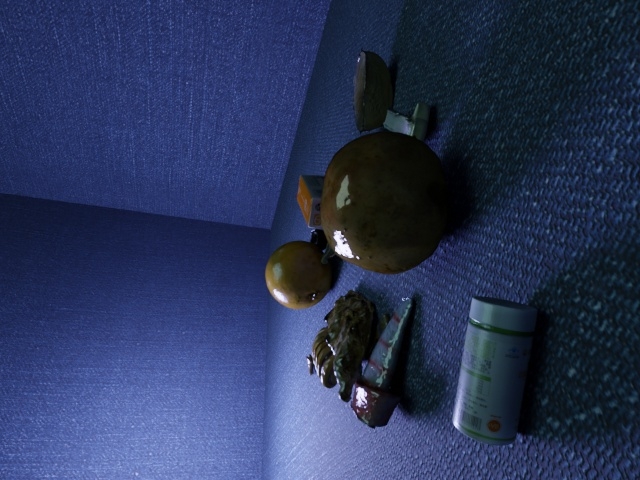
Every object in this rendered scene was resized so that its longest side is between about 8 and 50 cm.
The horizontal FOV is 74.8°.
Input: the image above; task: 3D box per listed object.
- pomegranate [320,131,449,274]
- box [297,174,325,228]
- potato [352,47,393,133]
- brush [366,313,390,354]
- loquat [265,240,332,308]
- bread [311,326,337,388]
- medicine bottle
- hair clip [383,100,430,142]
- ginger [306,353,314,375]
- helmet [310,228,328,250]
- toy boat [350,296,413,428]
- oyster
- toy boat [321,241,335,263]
[{"bbox_3d":[0.126,-0.071,0.838,0.281,0.281,0.281,-172,90,-77],"label":"pomegranate"},{"bbox_3d":[0.053,-0.117,1.242,0.274,0.220,0.091,-108,25,-66],"label":"box"},{"bbox_3d":[0.154,-0.431,1.256,0.138,0.098,0.243,-166,78,-80],"label":"potato"},{"bbox_3d":[0.147,0.252,1.088,0.170,0.014,0.043,109,164,-45],"label":"brush"},{"bbox_3d":[-0.084,0.133,1.594,0.263,0.262,0.263,-172,90,-77],"label":"loquat"},{"bbox_3d":[0.019,0.388,1.399,0.225,0.081,0.134,-137,54,-73],"label":"bread"},{"bbox_3d":[0.240,0.176,0.579,0.086,0.086,0.184,-158,76,-76],"label":"medicine bottle"},{"bbox_3d":[0.205,-0.255,1.002,0.218,0.071,0.159,-98,17,-65],"label":"hair clip"},{"bbox_3d":[-0.038,0.495,1.692,0.097,0.030,0.048,-96,-9,-52],"label":"ginger"},{"bbox_3d":[0.000,0.000,1.715,0.123,0.070,0.098,-133,45,-64],"label":"helmet"},{"bbox_3d":[0.149,0.259,0.955,0.206,0.096,0.282,154,133,-88],"label":"toy boat"},{"bbox_3d":[0.077,0.251,1.175,0.396,0.110,0.204,-103,28,-73],"label":"oyster"},{"bbox_3d":[0.049,-0.003,1.510,0.089,0.071,0.185,-175,93,-75],"label":"toy boat"}]
